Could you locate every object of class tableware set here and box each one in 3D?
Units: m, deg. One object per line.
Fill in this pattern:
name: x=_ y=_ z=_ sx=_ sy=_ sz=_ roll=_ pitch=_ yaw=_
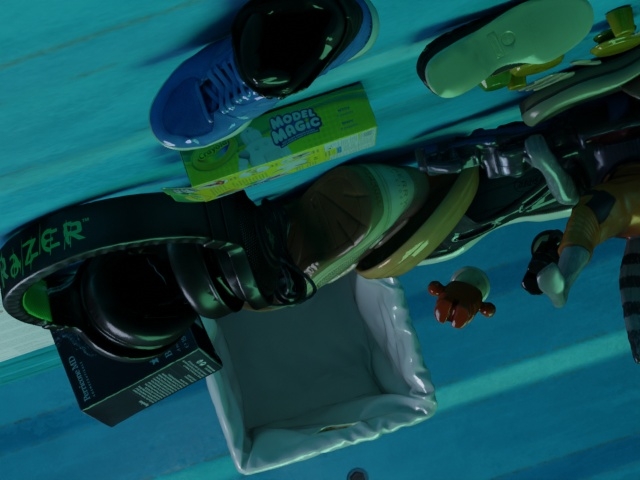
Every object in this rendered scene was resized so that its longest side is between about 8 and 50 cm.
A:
tableware set: x=0.210 y=-0.163 z=1.126 sx=0.104 sy=0.024 sz=0.154 roll=-8 pitch=171 yaw=-44

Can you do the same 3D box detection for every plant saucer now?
plant saucer: x=0.118 y=-0.028 z=1.530 sx=0.200 sy=0.037 sz=0.200 roll=-47 pitch=-169 yaw=12

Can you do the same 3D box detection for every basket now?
basket: x=-0.026 y=0.167 z=2.093 sx=0.328 sy=0.331 sz=0.266 roll=-17 pitch=177 yaw=-6

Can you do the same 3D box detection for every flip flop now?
flip flop: x=0.330 y=-0.154 z=1.283 sx=0.277 sy=0.080 sz=0.112 roll=-20 pitch=174 yaw=22

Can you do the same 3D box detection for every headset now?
headset: x=-0.146 y=0.009 z=1.336 sx=0.243 sy=0.185 sz=0.394 roll=-25 pitch=156 yaw=31

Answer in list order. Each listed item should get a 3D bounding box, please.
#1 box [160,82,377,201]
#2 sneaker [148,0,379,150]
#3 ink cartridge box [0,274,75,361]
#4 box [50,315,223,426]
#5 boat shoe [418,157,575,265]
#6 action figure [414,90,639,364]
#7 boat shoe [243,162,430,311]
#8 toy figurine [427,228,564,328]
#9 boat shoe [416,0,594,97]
box: x=-0.044 y=-0.075 z=1.077 sx=0.179 sy=0.043 sz=0.105 roll=-20 pitch=175 yaw=-1
sneaker: x=-0.043 y=-0.097 z=0.738 sx=0.152 sy=0.058 sz=0.084 roll=-24 pitch=179 yaw=17
ink cartridge box: x=-0.394 y=0.083 z=1.618 sx=0.189 sy=0.066 sz=0.232 roll=-18 pitch=154 yaw=8
box: x=-0.224 y=0.110 z=1.547 sx=0.158 sy=0.156 sz=0.093 roll=-29 pitch=156 yaw=4
boat shoe: x=0.191 y=-0.062 z=1.651 sx=0.340 sy=0.127 sz=0.113 roll=-12 pitch=148 yaw=22
action figure: x=0.279 y=-0.040 z=1.378 sx=0.341 sy=0.178 sz=0.330 roll=-9 pitch=-143 yaw=14
boat shoe: x=0.000 y=0.000 z=1.559 sx=0.110 sy=0.122 sz=0.341 roll=-13 pitch=172 yaw=-38
toy figurine: x=0.227 y=-0.003 z=1.839 sx=0.213 sy=0.209 sz=0.148 roll=-27 pitch=-173 yaw=26
boat shoe: x=0.131 y=-0.144 z=0.945 sx=0.133 sy=0.049 sz=0.042 roll=-24 pitch=-157 yaw=-3
